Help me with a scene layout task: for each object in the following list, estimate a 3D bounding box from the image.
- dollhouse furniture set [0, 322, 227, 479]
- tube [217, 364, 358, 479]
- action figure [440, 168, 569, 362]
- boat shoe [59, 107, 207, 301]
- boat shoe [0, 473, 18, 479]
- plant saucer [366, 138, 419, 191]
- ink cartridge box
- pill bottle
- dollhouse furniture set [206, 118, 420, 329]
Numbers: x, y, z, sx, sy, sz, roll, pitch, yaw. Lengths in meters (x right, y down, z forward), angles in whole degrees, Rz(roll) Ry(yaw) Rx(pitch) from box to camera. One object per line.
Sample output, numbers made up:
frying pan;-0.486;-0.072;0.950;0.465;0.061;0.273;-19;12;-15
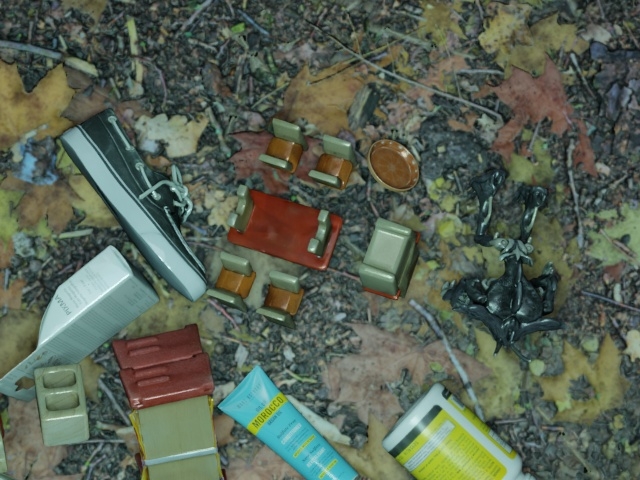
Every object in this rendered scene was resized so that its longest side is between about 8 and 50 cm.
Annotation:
dollhouse furniture set;-0.311;0.256;1.742;0.374;0.152;0.201;-10;119;-11
tube;-0.040;0.269;1.872;0.207;0.052;0.080;42;70;10
action figure;0.256;0.050;1.873;0.164;0.141;0.275;8;65;-3
boat shoe;-0.234;-0.055;1.884;0.105;0.113;0.306;-35;68;-13
boat shoe;-0.335;0.423;1.803;0.305;0.109;0.091;33;81;9
plant saucer;0.101;-0.105;1.935;0.083;0.013;0.083;15;56;-24
ink cartridge box;-0.333;0.114;1.810;0.232;0.189;0.066;-35;77;-4
pill bottle;0.195;0.301;1.836;0.208;0.119;0.119;43;82;5
dollhouse furniture set;0.000;0.000;1.894;0.259;0.135;0.262;18;80;12
